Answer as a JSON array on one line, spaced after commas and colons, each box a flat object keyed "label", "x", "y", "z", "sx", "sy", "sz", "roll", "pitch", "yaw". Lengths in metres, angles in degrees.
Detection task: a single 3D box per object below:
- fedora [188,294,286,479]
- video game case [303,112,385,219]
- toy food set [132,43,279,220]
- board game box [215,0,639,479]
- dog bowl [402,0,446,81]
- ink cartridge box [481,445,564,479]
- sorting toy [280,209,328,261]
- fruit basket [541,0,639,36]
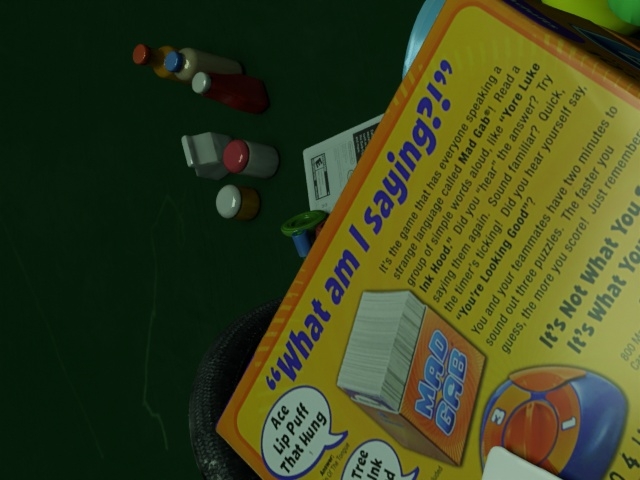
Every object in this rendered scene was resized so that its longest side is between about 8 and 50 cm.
[{"label": "fedora", "x": 0.028, "y": 0.209, "z": 1.141, "sx": 0.334, "sy": 0.334, "sz": 0.152, "roll": 56, "pitch": 152, "yaw": 33}, {"label": "video game case", "x": 0.059, "y": -0.032, "z": 1.271, "sx": 0.173, "sy": 0.022, "sz": 0.190, "roll": -21, "pitch": 69, "yaw": 41}, {"label": "toy food set", "x": -0.131, "y": -0.140, "z": 1.410, "sx": 0.111, "sy": 0.104, "sz": 0.232, "roll": -33, "pitch": 63, "yaw": 36}, {"label": "board game box", "x": 0.224, "y": 0.087, "z": 0.834, "sx": 0.356, "sy": 0.356, "sz": 0.356, "roll": 41, "pitch": 113, "yaw": 31}, {"label": "dog bowl", "x": 0.139, "y": -0.084, "z": 1.093, "sx": 0.074, "sy": 0.166, "sz": 0.297, "roll": 16, "pitch": 107, "yaw": 32}, {"label": "ink cartridge box", "x": 0.093, "y": 0.225, "z": 0.663, "sx": 0.115, "sy": 0.067, "sz": 0.198, "roll": 24, "pitch": 103, "yaw": 36}, {"label": "sorting toy", "x": 0.000, "y": 0.000, "z": 1.278, "sx": 0.102, "sy": 0.061, "sz": 0.042, "roll": 8, "pitch": 123, "yaw": 52}, {"label": "fruit basket", "x": 0.303, "y": -0.298, "z": 0.937, "sx": 0.283, "sy": 0.392, "sz": 0.392, "roll": -6, "pitch": 78, "yaw": 9}]
